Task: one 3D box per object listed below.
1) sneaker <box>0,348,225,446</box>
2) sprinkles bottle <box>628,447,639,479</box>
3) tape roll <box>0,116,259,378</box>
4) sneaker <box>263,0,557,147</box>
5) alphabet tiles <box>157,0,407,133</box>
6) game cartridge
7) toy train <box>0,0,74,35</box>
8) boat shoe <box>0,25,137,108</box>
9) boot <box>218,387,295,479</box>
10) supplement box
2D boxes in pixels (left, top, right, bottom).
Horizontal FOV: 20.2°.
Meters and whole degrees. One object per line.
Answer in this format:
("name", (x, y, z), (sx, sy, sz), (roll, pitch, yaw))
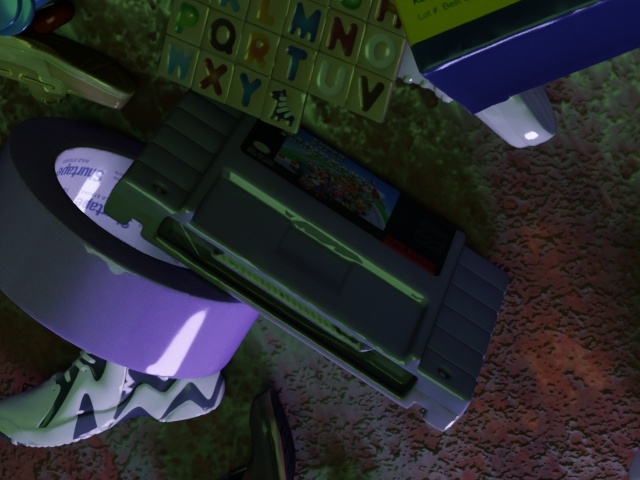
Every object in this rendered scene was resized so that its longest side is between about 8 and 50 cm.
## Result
("sneaker", (-0.221, 0.108, 1.753), (0.235, 0.094, 0.153), (-9, 106, 11))
("sprinkles bottle", (0.436, 0.329, 1.716), (0.121, 0.121, 0.355), (-32, 102, 17))
("tape roll", (-0.177, 0.003, 1.613), (0.274, 0.275, 0.090), (31, 110, -3))
("sneaker", (0.069, -0.169, 1.616), (0.169, 0.108, 0.292), (-39, 90, 20))
("alphabet tiles", (-0.029, -0.198, 1.573), (0.237, 0.009, 0.198), (25, 112, 25))
("game cartridge", (0.000, 0.000, 1.611), (0.355, 0.230, 0.068), (33, 127, -4))
("toy train", (-0.199, -0.266, 1.595), (0.248, 0.143, 0.105), (-26, 103, 16))
("boat shoe", (-0.254, -0.158, 1.687), (0.170, 0.063, 0.059), (25, 113, 9))
("boot", (-0.076, 0.252, 1.787), (0.106, 0.082, 0.219), (-4, 110, 7))
("supplement box", (0.134, -0.311, 1.437), (0.194, 0.195, 0.357), (-20, 80, 14))
